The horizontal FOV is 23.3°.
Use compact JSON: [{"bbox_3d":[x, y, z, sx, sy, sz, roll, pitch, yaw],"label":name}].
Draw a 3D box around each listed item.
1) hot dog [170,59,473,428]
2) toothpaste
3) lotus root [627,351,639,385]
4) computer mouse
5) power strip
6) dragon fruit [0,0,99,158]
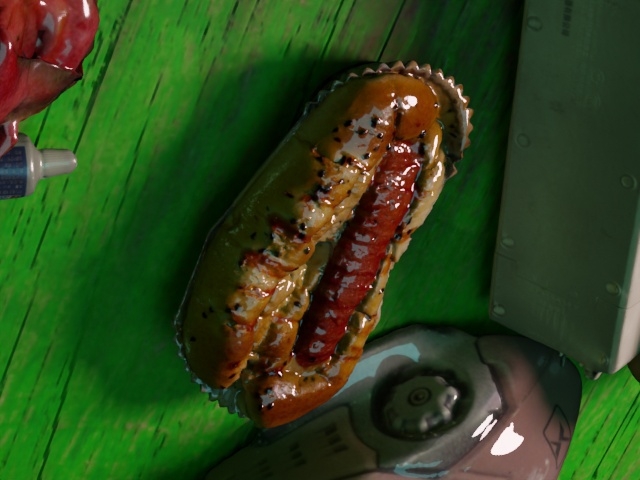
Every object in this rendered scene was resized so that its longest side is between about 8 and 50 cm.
[{"bbox_3d":[0.000,0.000,0.935,0.131,0.069,0.253,18,110,-33],"label":"hot dog"},{"bbox_3d":[-0.227,-0.036,0.824,0.197,0.035,0.057,-5,117,-19],"label":"toothpaste"},{"bbox_3d":[0.340,0.006,1.039,0.310,0.183,0.183,-46,128,7],"label":"lotus root"},{"bbox_3d":[0.019,0.197,1.044,0.389,0.115,0.199,-31,125,-6],"label":"computer mouse"},{"bbox_3d":[0.168,-0.072,0.945,0.043,0.106,0.367,-29,134,-41],"label":"power strip"},{"bbox_3d":[-0.219,-0.100,0.644,0.233,0.293,0.234,8,114,19],"label":"dragon fruit"}]
